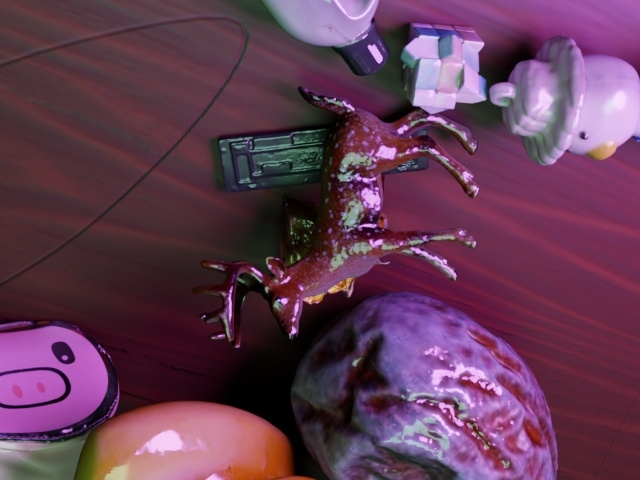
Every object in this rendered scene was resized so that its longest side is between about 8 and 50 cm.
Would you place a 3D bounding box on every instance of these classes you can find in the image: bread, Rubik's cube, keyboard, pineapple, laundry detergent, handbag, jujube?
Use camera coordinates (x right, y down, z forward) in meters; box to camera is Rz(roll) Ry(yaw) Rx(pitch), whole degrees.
[{"bbox_3d":[-0.143,0.336,0.935,0.329,0.245,0.424,-41,159,-12],"label":"bread"},{"bbox_3d":[0.111,-0.151,0.796,0.075,0.073,0.084,-13,118,-1],"label":"Rubik's cube"},{"bbox_3d":[0.004,-0.085,0.870,0.204,0.013,0.061,-6,125,-1],"label":"keyboard"},{"bbox_3d":[0.000,0.000,0.906,0.137,0.069,0.116,-36,115,8],"label":"pineapple"},{"bbox_3d":[-0.012,-0.230,0.733,0.099,0.070,0.226,-34,121,10],"label":"laundry detergent"},{"bbox_3d":[-0.307,0.181,0.926,0.205,0.179,0.116,-7,134,-35],"label":"handbag"},{"bbox_3d":[0.113,0.187,0.951,0.246,0.215,0.308,-9,132,30],"label":"jujube"}]

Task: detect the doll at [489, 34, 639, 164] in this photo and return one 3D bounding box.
[{"bbox_3d":[0.295,-0.121,0.812,0.293,0.138,0.119,4,84,-11],"label":"doll"}]

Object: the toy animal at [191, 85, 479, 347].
[{"bbox_3d":[0.015,-0.015,0.840,0.259,0.087,0.244,5,88,-7],"label":"toy animal"}]
